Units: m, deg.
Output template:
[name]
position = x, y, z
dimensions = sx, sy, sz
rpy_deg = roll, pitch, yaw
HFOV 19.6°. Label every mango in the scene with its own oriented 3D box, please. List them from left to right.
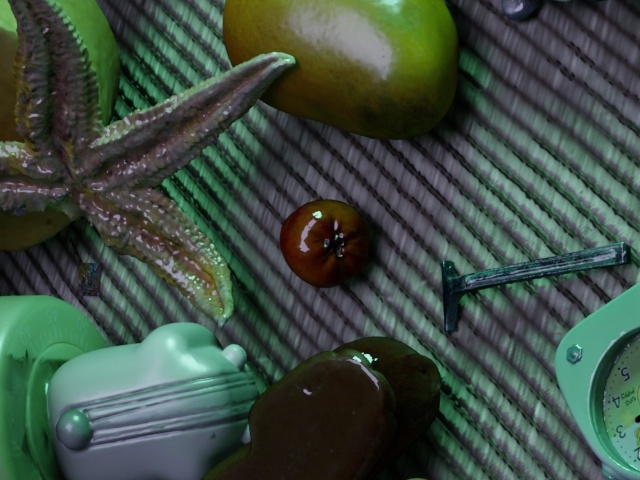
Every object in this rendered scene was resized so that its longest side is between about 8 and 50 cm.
[mango]
position = 0.024, -0.191, 1.676
dimensions = 0.254, 0.139, 0.175
rpy_deg = 19, 100, 35

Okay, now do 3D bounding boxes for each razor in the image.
[razor]
position = 0.174, 0.030, 1.549
dimensions = 0.190, 0.033, 0.066
rpy_deg = -14, 69, 37

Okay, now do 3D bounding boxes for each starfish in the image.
[starfish]
position = -0.225, -0.065, 1.720
dimensions = 0.398, 0.132, 0.384
rpy_deg = 29, 130, 9

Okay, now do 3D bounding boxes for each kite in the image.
[kite]
position = -0.243, 0.026, 1.929
dimensions = 0.044, 0.002, 0.078
rpy_deg = -25, 63, 33

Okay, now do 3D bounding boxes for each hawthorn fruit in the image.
[hawthorn fruit]
position = 0.000, 0.000, 1.685
dimensions = 0.081, 0.081, 0.093
rpy_deg = -72, 18, -1

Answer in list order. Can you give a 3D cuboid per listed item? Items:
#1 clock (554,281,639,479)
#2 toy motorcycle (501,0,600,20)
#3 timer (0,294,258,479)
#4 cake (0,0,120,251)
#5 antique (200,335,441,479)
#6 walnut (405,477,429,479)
[clock]
position = 0.269, 0.126, 1.420
dimensions = 0.148, 0.060, 0.188
rpy_deg = -34, 58, 28
[toy motorcycle]
position = 0.199, -0.282, 1.583
dimensions = 0.260, 0.110, 0.171
rpy_deg = 20, 75, 49
[timer]
position = -0.202, 0.168, 1.702
dimensions = 0.315, 0.291, 0.291
rpy_deg = -13, 68, 20
[cake]
position = -0.361, -0.191, 1.913
dimensions = 0.332, 0.332, 0.321
rpy_deg = -36, 32, 27
[antique]
position = 0.000, 0.183, 1.586
dimensions = 0.121, 0.143, 0.257
rpy_deg = 45, 115, 18
[walnut]
position = 0.077, 0.289, 1.484
dimensions = 0.155, 0.155, 0.184
rpy_deg = -31, 63, 30
